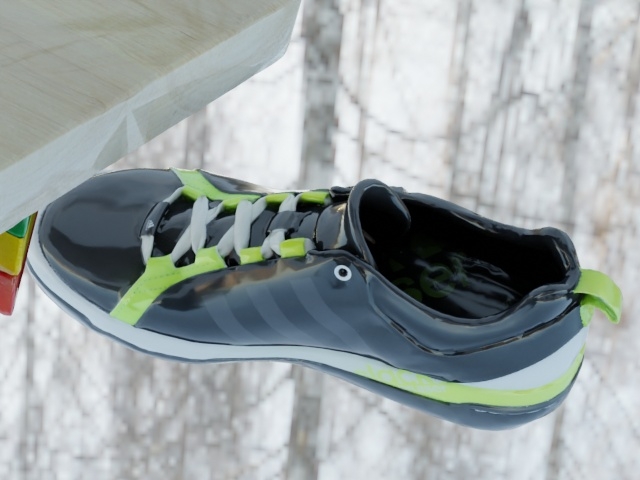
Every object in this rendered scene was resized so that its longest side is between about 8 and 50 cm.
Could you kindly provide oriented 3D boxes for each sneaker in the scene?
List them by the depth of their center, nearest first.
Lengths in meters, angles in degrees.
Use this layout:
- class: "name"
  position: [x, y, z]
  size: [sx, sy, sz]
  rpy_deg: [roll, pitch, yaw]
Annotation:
- class: "sneaker"
  position: [0.000, 0.000, 0.769]
  size: [0.235, 0.097, 0.084]
  rpy_deg: [12, -126, 4]

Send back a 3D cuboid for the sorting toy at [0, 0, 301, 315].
- class: "sorting toy"
  position: [-0.183, -0.052, 0.595]
  size: [0.257, 0.089, 0.255]
  rpy_deg: [28, -144, 19]
